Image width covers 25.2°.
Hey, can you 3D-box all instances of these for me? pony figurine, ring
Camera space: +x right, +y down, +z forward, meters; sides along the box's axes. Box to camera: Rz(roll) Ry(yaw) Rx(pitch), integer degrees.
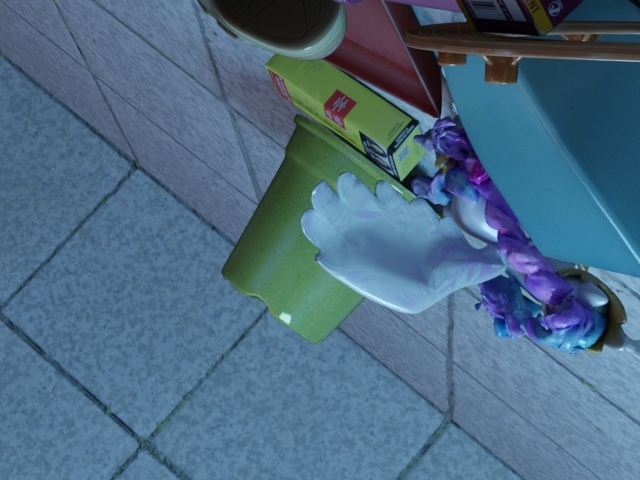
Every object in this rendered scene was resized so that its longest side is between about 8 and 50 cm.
[{"bbox_3d":[0.186,-0.031,1.516,0.351,0.303,0.363,41,-169,-10],"label":"pony figurine"},{"bbox_3d":[0.225,-0.131,0.995,0.336,0.337,0.032,21,113,59],"label":"ring"}]

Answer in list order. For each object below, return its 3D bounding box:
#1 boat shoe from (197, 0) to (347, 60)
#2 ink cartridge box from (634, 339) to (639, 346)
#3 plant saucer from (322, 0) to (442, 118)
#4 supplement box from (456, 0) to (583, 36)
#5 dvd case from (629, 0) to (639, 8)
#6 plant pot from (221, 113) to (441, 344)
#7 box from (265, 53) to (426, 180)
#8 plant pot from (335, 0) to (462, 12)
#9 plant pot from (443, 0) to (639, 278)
[{"bbox_3d":[-0.062,-0.272,1.573,0.110,0.121,0.341,48,178,-43],"label":"boat shoe"},{"bbox_3d":[0.411,0.096,1.495,0.198,0.115,0.067,-145,49,-71],"label":"ink cartridge box"},{"bbox_3d":[0.024,-0.277,1.649,0.259,0.048,0.258,33,165,39],"label":"plant saucer"},{"bbox_3d":[0.161,-0.229,0.928,0.104,0.188,0.081,56,162,-27],"label":"supplement box"},{"bbox_3d":[0.201,-0.233,1.312,0.164,0.018,0.221,46,168,-18],"label":"dvd case"},{"bbox_3d":[0.000,0.000,2.065,0.276,0.254,0.276,38,179,0],"label":"plant pot"},{"bbox_3d":[0.034,-0.178,1.931,0.232,0.058,0.087,38,169,22],"label":"box"},{"bbox_3d":[0.093,-0.269,1.151,0.180,0.201,0.201,24,163,14],"label":"plant pot"},{"bbox_3d":[0.227,-0.113,1.247,0.234,0.165,0.166,48,165,-25],"label":"plant pot"}]
